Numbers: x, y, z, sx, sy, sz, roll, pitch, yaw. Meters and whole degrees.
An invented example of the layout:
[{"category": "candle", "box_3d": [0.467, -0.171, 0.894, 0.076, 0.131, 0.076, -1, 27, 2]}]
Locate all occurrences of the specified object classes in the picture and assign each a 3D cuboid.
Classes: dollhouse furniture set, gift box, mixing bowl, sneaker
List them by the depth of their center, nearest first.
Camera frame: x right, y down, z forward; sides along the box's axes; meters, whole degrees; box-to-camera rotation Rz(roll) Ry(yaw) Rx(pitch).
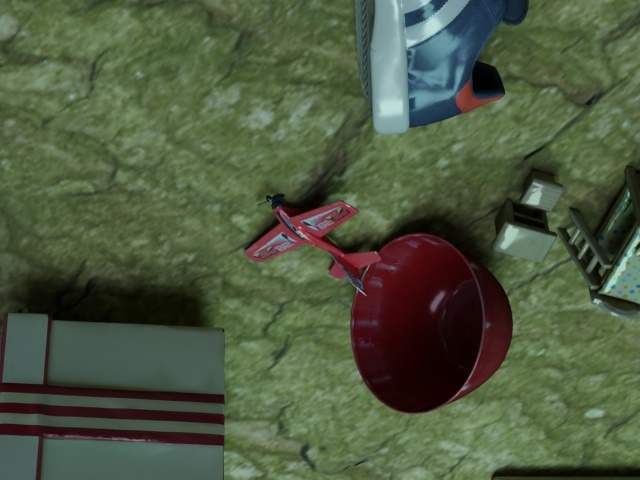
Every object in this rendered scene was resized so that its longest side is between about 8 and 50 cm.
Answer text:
[{"category": "sneaker", "box_3d": [0.104, -0.250, 1.498, 0.148, 0.131, 0.350, -8, 135, -4]}, {"category": "dollhouse furniture set", "box_3d": [0.275, -0.033, 1.687, 0.161, 0.101, 0.182, 15, 128, -13]}, {"category": "mixing bowl", "box_3d": [0.127, 0.084, 1.758, 0.098, 0.181, 0.181, 4, 136, -44]}, {"category": "gift box", "box_3d": [-0.235, 0.216, 1.792, 0.258, 0.276, 0.255, 2, 143, -8]}]

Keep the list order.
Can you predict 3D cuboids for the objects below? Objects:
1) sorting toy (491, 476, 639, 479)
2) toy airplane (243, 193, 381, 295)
[{"category": "sorting toy", "box_3d": [0.252, 0.360, 2.052, 0.307, 0.041, 0.229, 0, 130, -2]}, {"category": "toy airplane", "box_3d": [0.000, 0.000, 1.748, 0.151, 0.028, 0.151, 11, 138, 10]}]
